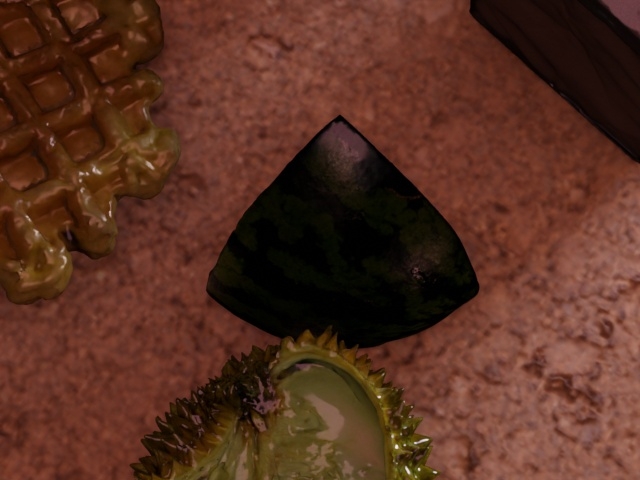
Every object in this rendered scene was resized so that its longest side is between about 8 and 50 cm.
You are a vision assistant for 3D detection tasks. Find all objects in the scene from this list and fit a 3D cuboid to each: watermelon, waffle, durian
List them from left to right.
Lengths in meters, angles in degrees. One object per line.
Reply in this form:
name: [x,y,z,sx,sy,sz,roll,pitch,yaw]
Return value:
waffle: [-0.254,-0.108,1.277,0.325,0.068,0.302,17,65,-7]
durian: [-0.029,0.176,1.201,0.200,0.176,0.237,37,89,3]
watermelon: [0.002,0.013,1.263,0.145,0.137,0.193,-43,124,-6]

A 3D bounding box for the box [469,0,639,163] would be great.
box: [0.212,-0.178,1.211,0.188,0.252,0.153,44,86,7]
